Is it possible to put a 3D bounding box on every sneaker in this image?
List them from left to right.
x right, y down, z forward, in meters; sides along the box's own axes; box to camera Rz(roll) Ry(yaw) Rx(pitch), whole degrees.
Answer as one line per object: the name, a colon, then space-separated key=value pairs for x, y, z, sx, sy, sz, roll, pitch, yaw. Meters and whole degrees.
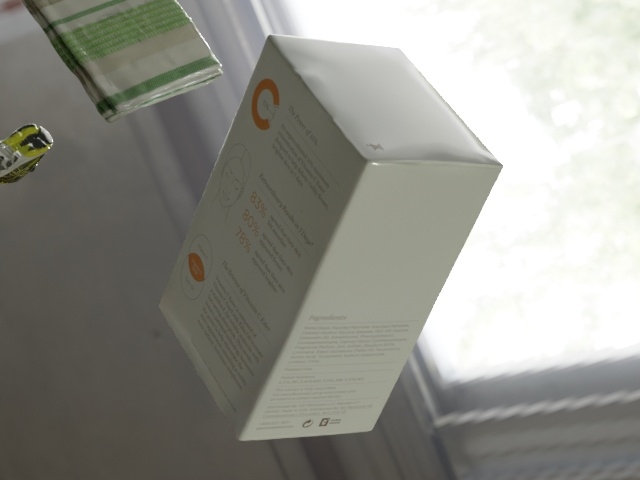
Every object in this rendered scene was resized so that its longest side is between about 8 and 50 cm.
sneaker: x=-0.217 y=-0.050 z=1.171 sx=0.083 sy=0.031 sz=0.035 roll=-26 pitch=152 yaw=-43

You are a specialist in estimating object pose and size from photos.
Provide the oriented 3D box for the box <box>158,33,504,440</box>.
box: x=0.000 y=0.000 z=1.716 sx=0.168 sy=0.345 sz=0.215 roll=1 pitch=-142 yaw=-35

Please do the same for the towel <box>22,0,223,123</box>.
towel: x=-0.152 y=-0.159 z=1.226 sx=0.113 sy=0.152 sz=0.023 roll=-26 pitch=164 yaw=-41
